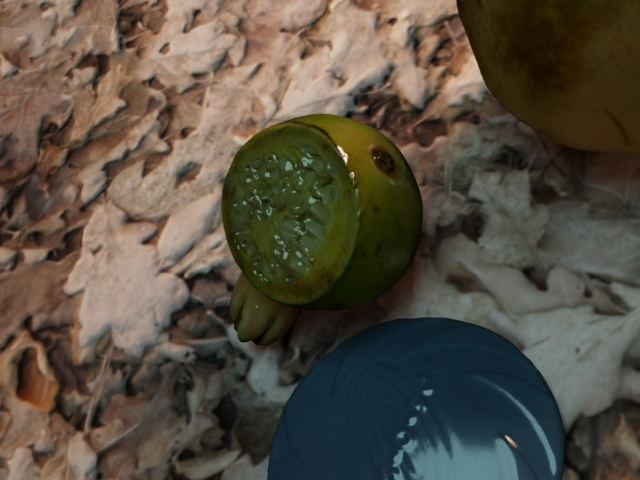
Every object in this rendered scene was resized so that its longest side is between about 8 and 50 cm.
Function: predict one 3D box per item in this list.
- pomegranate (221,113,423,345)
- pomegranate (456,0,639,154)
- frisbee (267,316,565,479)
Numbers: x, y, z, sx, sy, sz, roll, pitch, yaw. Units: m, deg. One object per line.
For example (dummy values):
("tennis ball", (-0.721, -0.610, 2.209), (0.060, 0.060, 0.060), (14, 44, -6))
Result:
("pomegranate", (0.011, 0.000, 1.362), (0.190, 0.159, 0.240), (16, 98, 39))
("pomegranate", (0.287, -0.238, 1.271), (0.333, 0.332, 0.332), (-11, 59, 19))
("frisbee", (0.077, 0.194, 1.276), (0.289, 0.049, 0.289), (-11, 59, 19))
